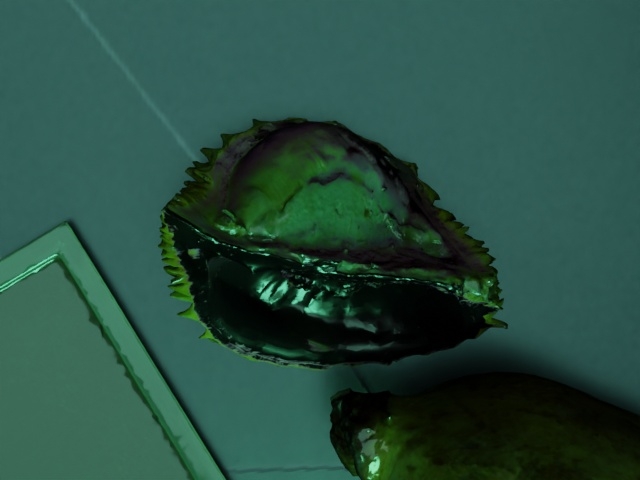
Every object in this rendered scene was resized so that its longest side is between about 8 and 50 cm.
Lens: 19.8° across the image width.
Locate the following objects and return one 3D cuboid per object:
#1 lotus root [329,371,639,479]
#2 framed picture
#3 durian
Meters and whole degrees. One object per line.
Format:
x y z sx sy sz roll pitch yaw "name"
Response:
0.121 0.138 0.908 0.260 0.145 0.128 26 102 -6 "lotus root"
-0.151 0.145 0.967 0.197 0.014 0.252 -31 94 0 "framed picture"
0.000 -0.004 0.936 0.187 0.119 0.108 11 55 -13 "durian"
